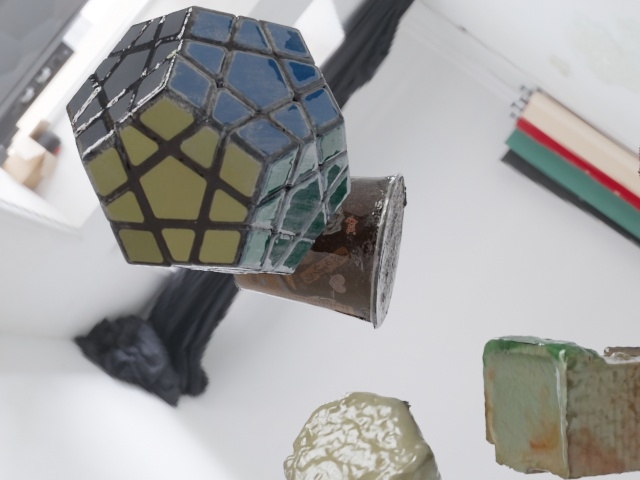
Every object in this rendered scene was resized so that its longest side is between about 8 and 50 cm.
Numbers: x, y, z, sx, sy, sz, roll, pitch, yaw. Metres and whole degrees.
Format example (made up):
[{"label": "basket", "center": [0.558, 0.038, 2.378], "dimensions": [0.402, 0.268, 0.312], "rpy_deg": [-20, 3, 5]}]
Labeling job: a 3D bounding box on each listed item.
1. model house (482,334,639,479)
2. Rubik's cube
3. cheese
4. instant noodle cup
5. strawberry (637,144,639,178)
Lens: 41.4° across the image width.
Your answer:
[{"label": "model house", "center": [0.468, 0.281, 1.460], "dimensions": [0.280, 0.245, 0.312], "rpy_deg": [-2, -4, -16]}, {"label": "Rubik's cube", "center": [-0.120, -0.099, 0.933], "dimensions": [0.319, 0.319, 0.264], "rpy_deg": [39, -39, -4]}, {"label": "cheese", "center": [0.085, 0.438, 1.681], "dimensions": [0.326, 0.318, 0.115], "rpy_deg": [-3, -51, 29]}, {"label": "instant noodle cup", "center": [0.000, 0.000, 1.165], "dimensions": [0.207, 0.217, 0.217], "rpy_deg": [8, -8, 12]}, {"label": "strawberry", "center": [0.660, -0.176, 1.665], "dimensions": [0.048, 0.152, 0.104], "rpy_deg": [1, -36, 46]}]
